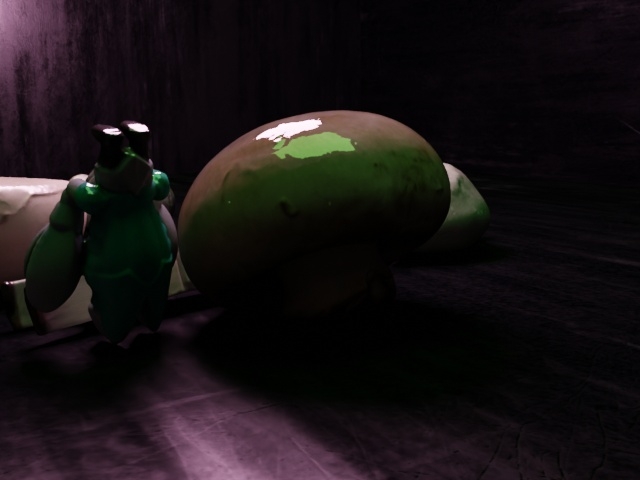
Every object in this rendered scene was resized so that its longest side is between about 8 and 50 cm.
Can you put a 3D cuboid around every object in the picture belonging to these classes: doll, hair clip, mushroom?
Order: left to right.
[{"bbox_3d":[-0.235,-0.010,0.870,0.195,0.258,0.153,20,7,-45],"label":"doll"},{"bbox_3d":[-0.259,0.055,1.001,0.330,0.085,0.101,-15,-3,-40],"label":"hair clip"},{"bbox_3d":[0.000,0.000,0.932,0.362,0.295,0.362,-19,-13,-4],"label":"mushroom"}]

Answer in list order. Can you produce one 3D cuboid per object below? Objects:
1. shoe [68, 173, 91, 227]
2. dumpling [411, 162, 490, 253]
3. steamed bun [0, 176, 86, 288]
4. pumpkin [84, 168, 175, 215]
[{"bbox_3d":[-0.561,-0.097,1.819,0.159,0.124,0.316,-1,16,2],"label":"shoe"},{"bbox_3d":[0.190,-0.068,1.404,0.270,0.212,0.320,38,2,8],"label":"dumpling"},{"bbox_3d":[-0.523,-0.011,1.150,0.282,0.177,0.283,2,8,0],"label":"steamed bun"},{"bbox_3d":[-0.444,-0.100,1.666,0.211,0.152,0.211,30,13,-8],"label":"pumpkin"}]
